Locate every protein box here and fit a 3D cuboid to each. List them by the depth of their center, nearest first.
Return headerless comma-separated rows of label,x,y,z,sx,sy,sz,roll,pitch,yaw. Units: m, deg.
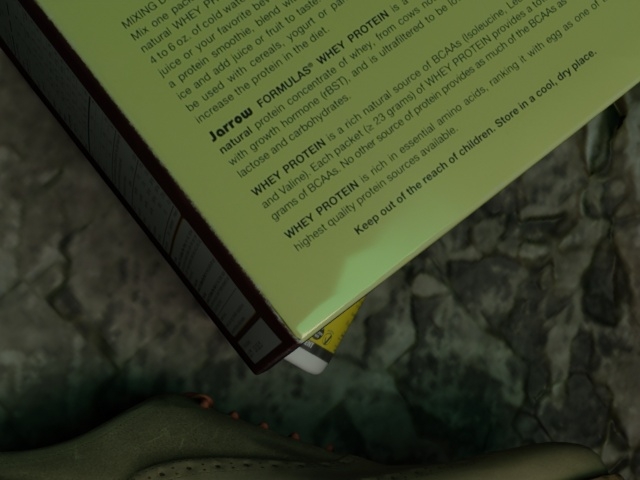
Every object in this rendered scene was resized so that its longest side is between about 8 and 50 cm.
protein box,-0.004,-0.088,0.558,0.200,0.136,0.201,-37,88,-14

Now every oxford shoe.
oxford shoe,-0.026,0.116,0.612,0.348,0.123,0.130,-5,57,-18

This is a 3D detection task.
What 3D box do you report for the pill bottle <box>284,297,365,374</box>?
pill bottle,0.000,0.000,0.650,0.065,0.065,0.116,31,84,-25
